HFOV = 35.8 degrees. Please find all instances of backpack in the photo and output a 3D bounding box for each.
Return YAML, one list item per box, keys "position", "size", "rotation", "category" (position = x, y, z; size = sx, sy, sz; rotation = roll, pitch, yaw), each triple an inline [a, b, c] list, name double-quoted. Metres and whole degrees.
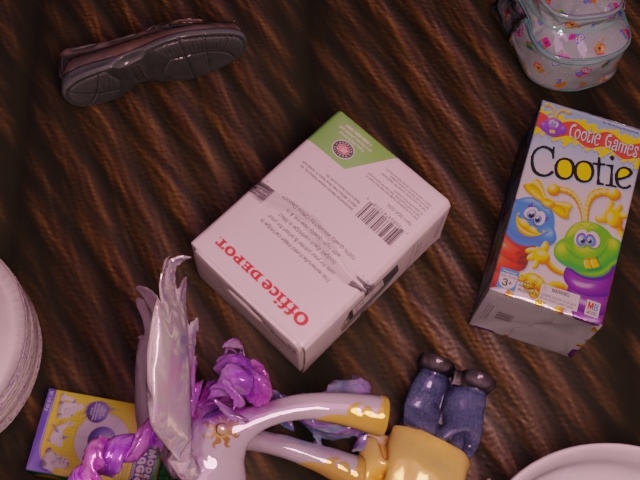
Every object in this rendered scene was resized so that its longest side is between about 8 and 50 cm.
- position: [0.351, -0.312, 1.405]
  size: [0.166, 0.144, 0.188]
  rotation: [-10, 71, -12]
  category: "backpack"

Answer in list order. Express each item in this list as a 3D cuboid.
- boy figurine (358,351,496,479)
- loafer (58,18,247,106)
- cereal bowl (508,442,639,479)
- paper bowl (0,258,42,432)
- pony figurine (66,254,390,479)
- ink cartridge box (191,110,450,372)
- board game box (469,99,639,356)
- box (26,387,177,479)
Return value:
- position: [0.125, 0.282, 1.173]
  size: [0.177, 0.092, 0.285]
  rotation: [19, 69, 6]
  category: "boy figurine"
- position: [-0.240, -0.270, 1.394]
  size: [0.268, 0.096, 0.084]
  rotation: [-18, 63, -7]
  category: "loafer"
- position: [0.320, 0.402, 1.102]
  size: [0.339, 0.141, 0.338]
  rotation: [1, 68, -2]
  category: "cereal bowl"
- position: [-0.490, 0.120, 1.190]
  size: [0.284, 0.148, 0.284]
  rotation: [1, 67, -3]
  category: "paper bowl"
- position: [-0.118, 0.216, 1.067]
  size: [0.364, 0.303, 0.350]
  rotation: [9, 75, -9]
  category: "pony figurine"
- position: [0.000, 0.000, 1.273]
  size: [0.198, 0.114, 0.273]
  rotation: [42, 72, 15]
  category: "ink cartridge box"
- position: [0.305, -0.014, 1.275]
  size: [0.142, 0.144, 0.275]
  rotation: [18, 69, 5]
  category: "board game box"
- position: [-0.252, 0.248, 1.200]
  size: [0.179, 0.043, 0.105]
  rotation: [10, 66, 0]
  category: "box"
